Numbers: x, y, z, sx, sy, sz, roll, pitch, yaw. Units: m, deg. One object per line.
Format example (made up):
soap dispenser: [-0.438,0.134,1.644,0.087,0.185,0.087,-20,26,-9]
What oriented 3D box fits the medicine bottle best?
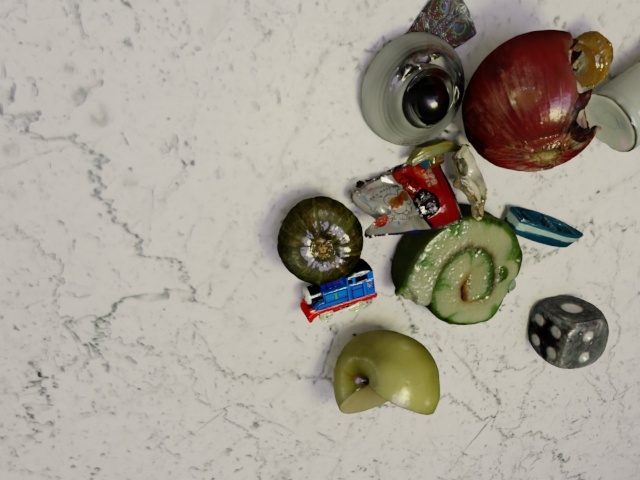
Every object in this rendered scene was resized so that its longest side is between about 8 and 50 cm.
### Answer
medicine bottle: [0.913,-0.407,1.530,0.332,0.190,0.190,-35,121,-2]

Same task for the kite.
kite: [0.241,-0.470,1.358,0.285,0.015,0.152,-43,118,1]

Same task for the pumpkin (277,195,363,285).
pumpkin: [0.000,0.000,1.407,0.223,0.157,0.224,-1,102,-5]

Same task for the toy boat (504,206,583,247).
toy boat: [0.668,-0.031,1.675,0.299,0.096,0.062,13,119,-27]

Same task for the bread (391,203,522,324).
bread: [0.382,0.084,1.600,0.381,0.129,0.367,-18,119,-11]

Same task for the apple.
apple: [0.189,0.370,1.594,0.257,0.295,0.234,8,73,-42]

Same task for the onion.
onion: [0.499,-0.314,1.359,0.340,0.341,0.342,-8,116,-17]

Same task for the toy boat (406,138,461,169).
toy boat: [0.298,-0.224,1.461,0.172,0.065,0.066,-20,110,-23]

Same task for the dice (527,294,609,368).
dice: [0.794,0.293,1.818,0.181,0.182,0.183,-7,115,-15]

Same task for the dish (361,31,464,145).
dish: [0.247,-0.341,1.339,0.273,0.134,0.274,-11,121,-20]

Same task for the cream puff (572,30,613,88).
cream puff: [0.694,-0.470,1.461,0.103,0.126,0.144,-30,131,-23]

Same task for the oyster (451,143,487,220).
oyster: [0.380,-0.145,1.466,0.081,0.191,0.163,-21,167,28]

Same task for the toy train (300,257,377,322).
toy train: [0.046,0.138,1.530,0.203,0.083,0.131,-17,119,-14]

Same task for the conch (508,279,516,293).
conch: [0.557,0.136,1.726,0.076,0.085,0.057,-29,82,25]

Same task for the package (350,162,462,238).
package: [0.217,-0.100,1.457,0.269,0.071,0.194,-19,90,-19]
